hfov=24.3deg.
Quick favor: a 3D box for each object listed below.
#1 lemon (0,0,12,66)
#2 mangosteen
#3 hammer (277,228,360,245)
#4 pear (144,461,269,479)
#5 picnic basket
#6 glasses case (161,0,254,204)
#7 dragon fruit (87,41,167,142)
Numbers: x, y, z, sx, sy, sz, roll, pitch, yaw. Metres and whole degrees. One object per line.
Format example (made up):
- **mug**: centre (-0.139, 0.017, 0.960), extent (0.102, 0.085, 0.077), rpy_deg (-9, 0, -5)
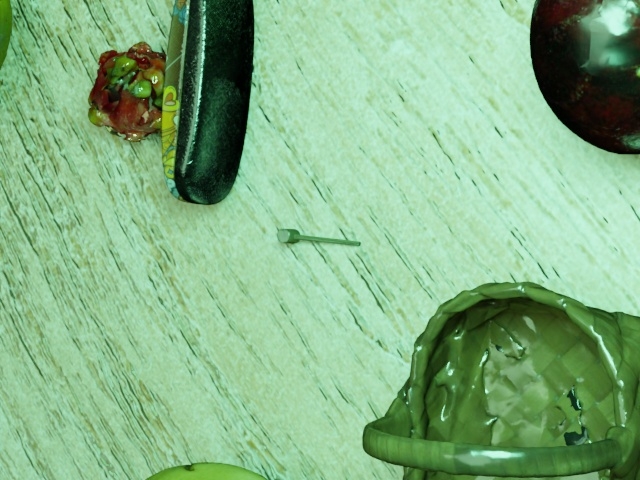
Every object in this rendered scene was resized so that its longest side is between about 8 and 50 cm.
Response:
- **lemon**: centre (-0.570, -0.316, 2.153), extent (0.267, 0.267, 0.267), rpy_deg (-1, 89, 33)
- **mangosteen**: centre (0.323, -0.213, 1.606), extent (0.261, 0.235, 0.235), rpy_deg (-145, 67, -70)
- **hammer**: centre (0.000, 0.000, 1.906), extent (0.110, 0.035, 0.019), rpy_deg (8, 92, 25)
- **pear**: centre (-0.152, 0.427, 1.845), extent (0.309, 0.309, 0.309), rpy_deg (-1, 89, 33)
- **picnic basket**: centre (0.192, 0.212, 1.607), extent (0.293, 0.337, 0.337), rpy_deg (3, 91, 33)
- **glasses case**: centre (-0.146, -0.207, 1.946), extent (0.082, 0.122, 0.321), rpy_deg (7, 93, 33)
- **dragon fruit**: centre (-0.245, -0.202, 2.007), extent (0.150, 0.207, 0.133), rpy_deg (-15, 95, -11)
